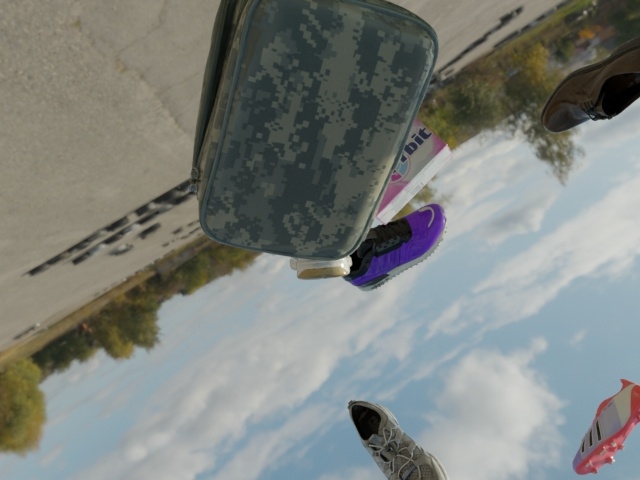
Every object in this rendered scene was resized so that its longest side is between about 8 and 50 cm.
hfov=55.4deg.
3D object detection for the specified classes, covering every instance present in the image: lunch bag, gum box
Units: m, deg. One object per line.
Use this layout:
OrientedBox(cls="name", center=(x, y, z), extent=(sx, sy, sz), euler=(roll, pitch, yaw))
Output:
OrientedBox(cls="lunch bag", center=(-0.034, -0.157, 0.716), extent=(0.256, 0.212, 0.305), euler=(-110, -146, -58))
OrientedBox(cls="gum box", center=(0.134, -0.128, 1.112), extent=(0.188, 0.107, 0.062), euler=(-46, 154, 7))

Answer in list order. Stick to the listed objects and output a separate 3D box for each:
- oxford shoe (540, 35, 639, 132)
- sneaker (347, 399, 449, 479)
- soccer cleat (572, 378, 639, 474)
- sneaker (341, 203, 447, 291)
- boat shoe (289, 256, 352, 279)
OrientedBox(cls="oxford shoe", center=(0.435, -0.228, 0.973), extent=(0.227, 0.082, 0.096), euler=(-41, -160, 59))
OrientedBox(cls="sneaker", center=(0.137, 0.420, 1.198), extent=(0.105, 0.115, 0.281), euler=(-53, -142, -1))
OrientedBox(cls="soccer cleat", center=(0.651, 0.425, 1.385), extent=(0.248, 0.083, 0.095), euler=(-47, -143, 0))
OrientedBox(cls="sneaker", center=(0.151, 0.008, 1.399), extent=(0.293, 0.146, 0.102), euler=(-40, -137, 24))
OrientedBox(cls="boat shoe", center=(0.000, 0.000, 0.933), extent=(0.098, 0.096, 0.277), euler=(-6, -178, -5))
